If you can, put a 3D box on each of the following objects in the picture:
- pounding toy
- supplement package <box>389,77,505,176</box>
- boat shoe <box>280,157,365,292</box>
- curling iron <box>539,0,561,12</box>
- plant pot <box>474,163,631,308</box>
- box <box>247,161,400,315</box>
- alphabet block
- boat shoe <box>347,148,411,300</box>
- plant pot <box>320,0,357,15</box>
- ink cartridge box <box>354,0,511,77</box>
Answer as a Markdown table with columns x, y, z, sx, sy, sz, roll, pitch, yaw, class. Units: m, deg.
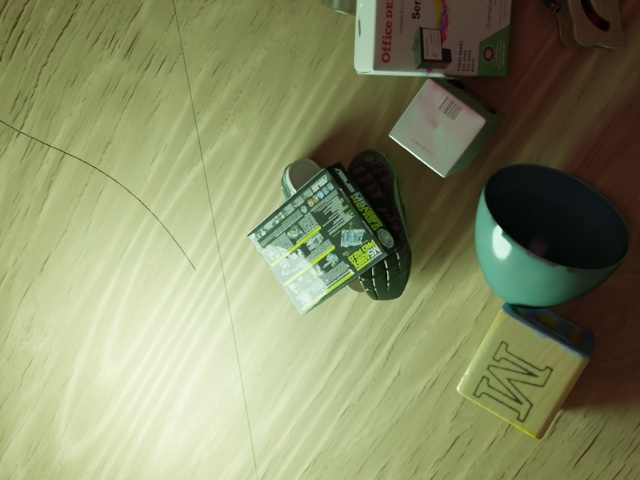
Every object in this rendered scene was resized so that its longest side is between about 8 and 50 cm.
| x | y | z | sx | sy | sz | roll | pitch | yaw | class |
| --- | --- | --- | --- | --- | --- | --- | --- | --- | --- |
| 0.504 | -0.494 | 1.729 | 0.154 | 0.155 | 0.270 | -17 | 103 | -7 | pounding toy |
| 0.252 | -0.225 | 1.767 | 0.139 | 0.244 | 0.134 | 39 | 110 | 9 | supplement package |
| 0.014 | -0.028 | 1.983 | 0.320 | 0.116 | 0.099 | 59 | 155 | -5 | boat shoe |
| 0.373 | -0.533 | 1.736 | 0.274 | 0.035 | 0.068 | 62 | 141 | 24 | curling iron |
| 0.417 | 0.019 | 1.753 | 0.290 | 0.290 | 0.195 | 31 | 132 | 13 | plant pot |
| 0.000 | 0.000 | 1.880 | 0.270 | 0.060 | 0.216 | -39 | 85 | 36 | box |
| 0.413 | 0.245 | 1.816 | 0.193 | 0.192 | 0.197 | 30 | 106 | 15 | alphabet block |
| 0.133 | -0.038 | 1.910 | 0.122 | 0.120 | 0.324 | -1 | 107 | 13 | boat shoe |
| 0.078 | -0.543 | 1.831 | 0.166 | 0.167 | 0.165 | 21 | 112 | 16 | plant pot |
| 0.216 | -0.418 | 1.751 | 0.278 | 0.117 | 0.202 | 0 | 100 | -13 | ink cartridge box |
